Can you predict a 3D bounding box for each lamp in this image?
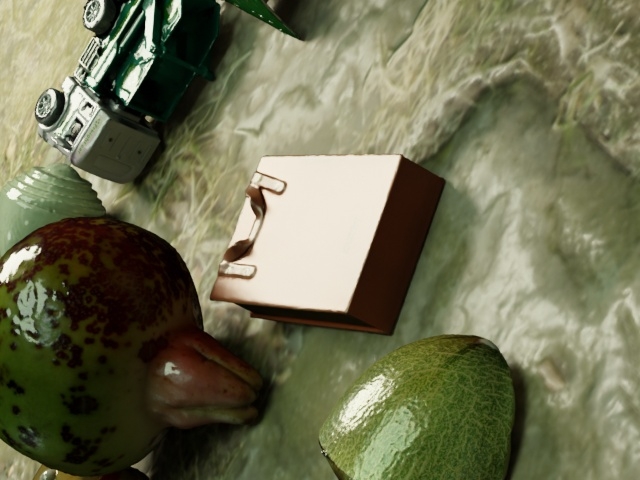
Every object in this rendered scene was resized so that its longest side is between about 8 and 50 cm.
[{"bbox_3d":[-0.274,0.018,1.780,0.106,0.106,0.193,33,105,60],"label":"lamp"}]

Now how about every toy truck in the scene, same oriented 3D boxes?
[{"bbox_3d":[-0.172,-0.158,1.745,0.216,0.110,0.116,-57,42,11],"label":"toy truck"}]

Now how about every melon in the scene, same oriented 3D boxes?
[{"bbox_3d":[0.059,0.110,1.197,0.128,0.079,0.160,-61,30,6],"label":"melon"}]

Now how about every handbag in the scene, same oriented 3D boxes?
[{"bbox_3d":[0.000,0.000,1.397,0.190,0.063,0.127,4,71,55],"label":"handbag"}]

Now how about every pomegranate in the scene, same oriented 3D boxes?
[{"bbox_3d":[-0.156,0.091,1.461,0.248,0.214,0.214,15,79,26],"label":"pomegranate"}]

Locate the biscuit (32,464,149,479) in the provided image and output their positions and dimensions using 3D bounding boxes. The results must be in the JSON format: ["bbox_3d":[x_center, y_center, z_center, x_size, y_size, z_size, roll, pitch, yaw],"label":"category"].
[{"bbox_3d":[-0.200,0.274,1.511,0.197,0.049,0.301,-53,30,13],"label":"biscuit"}]

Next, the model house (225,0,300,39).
[{"bbox_3d":[-0.061,-0.261,1.642,0.088,0.117,0.167,-50,38,-4],"label":"model house"}]
